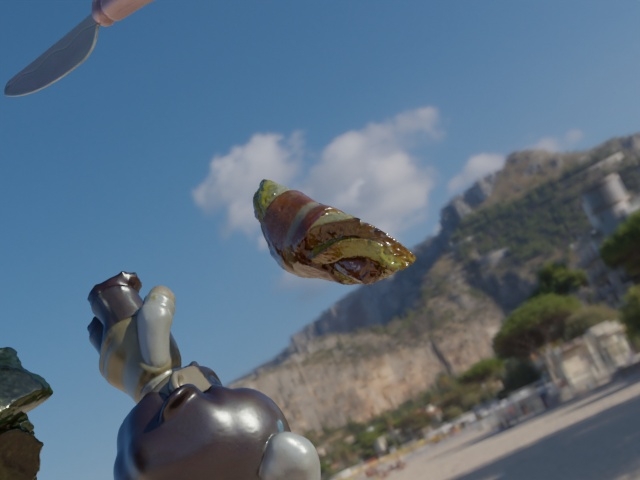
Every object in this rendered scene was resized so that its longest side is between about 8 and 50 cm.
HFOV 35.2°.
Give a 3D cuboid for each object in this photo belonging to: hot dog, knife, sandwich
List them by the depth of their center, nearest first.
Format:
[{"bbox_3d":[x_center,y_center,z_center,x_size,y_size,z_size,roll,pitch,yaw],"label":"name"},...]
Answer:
[{"bbox_3d":[-0.402,0.264,1.016,0.250,0.162,0.301,-34,-7,-43],"label":"sandwich"},{"bbox_3d":[-0.005,0.003,1.198,0.123,0.261,0.093,28,-90,-39],"label":"hot dog"},{"bbox_3d":[-0.293,-0.259,1.273,0.336,0.081,0.043,-33,-39,29],"label":"knife"}]

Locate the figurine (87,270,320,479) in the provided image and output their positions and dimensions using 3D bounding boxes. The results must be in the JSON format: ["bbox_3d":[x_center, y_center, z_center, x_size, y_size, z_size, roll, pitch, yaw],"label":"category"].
[{"bbox_3d":[-0.160,0.201,1.216,0.206,0.365,0.218,7,-54,-28],"label":"figurine"}]
